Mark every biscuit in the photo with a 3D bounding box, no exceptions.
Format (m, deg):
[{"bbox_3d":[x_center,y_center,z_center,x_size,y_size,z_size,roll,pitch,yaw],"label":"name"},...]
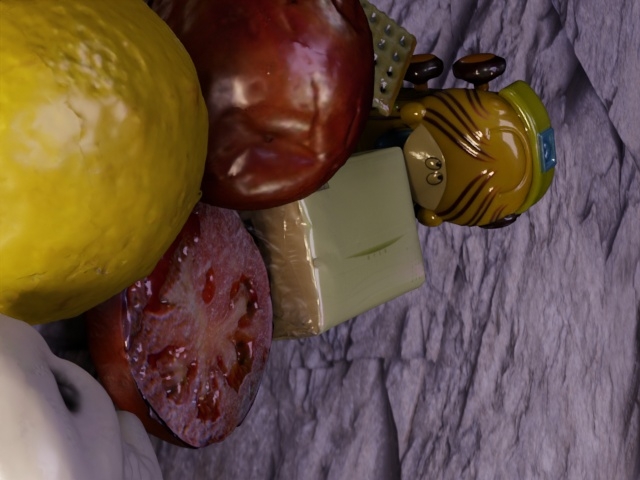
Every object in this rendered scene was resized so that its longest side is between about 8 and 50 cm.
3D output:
[{"bbox_3d":[0.002,-0.243,1.328,0.231,0.016,0.139,35,49,-16],"label":"biscuit"}]

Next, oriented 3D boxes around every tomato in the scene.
[{"bbox_3d":[-0.128,0.070,1.077,0.225,0.085,0.225,19,69,-59],"label":"tomato"}]

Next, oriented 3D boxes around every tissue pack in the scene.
[{"bbox_3d":[0.000,0.000,1.257,0.234,0.125,0.159,-18,98,-57],"label":"tissue pack"}]

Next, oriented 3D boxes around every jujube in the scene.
[{"bbox_3d":[-0.070,-0.164,1.055,0.223,0.223,0.318,53,10,-38],"label":"jujube"}]

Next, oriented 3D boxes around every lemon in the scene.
[{"bbox_3d":[-0.203,-0.066,0.829,0.284,0.261,0.260,34,51,-81],"label":"lemon"}]

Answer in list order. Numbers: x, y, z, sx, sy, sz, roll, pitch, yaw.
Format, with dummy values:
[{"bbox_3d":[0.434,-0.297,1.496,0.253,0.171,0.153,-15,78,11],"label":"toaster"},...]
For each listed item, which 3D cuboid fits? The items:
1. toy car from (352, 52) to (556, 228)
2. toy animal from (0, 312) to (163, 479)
[{"bbox_3d":[0.130,-0.099,1.383,0.142,0.248,0.200,-31,116,-42],"label":"toy car"},{"bbox_3d":[-0.173,0.210,0.776,0.357,0.194,0.257,81,21,-58],"label":"toy animal"}]
